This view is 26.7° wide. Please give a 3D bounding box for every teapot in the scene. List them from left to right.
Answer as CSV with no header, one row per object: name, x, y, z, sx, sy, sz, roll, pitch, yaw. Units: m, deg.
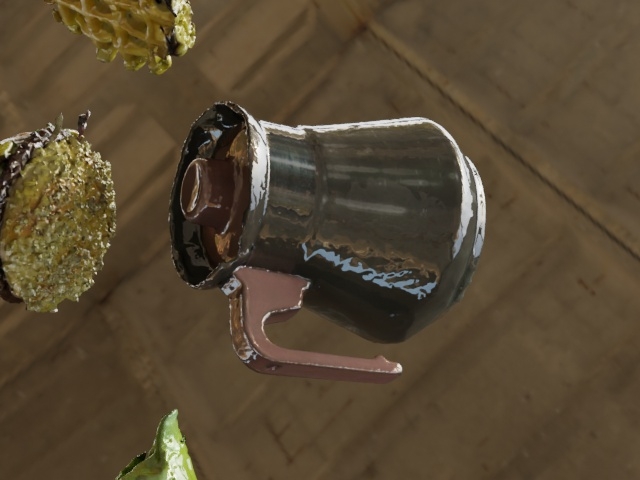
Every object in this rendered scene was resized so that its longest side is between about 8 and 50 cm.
teapot,0.000,0.000,1.716,0.305,0.361,0.376,-45,-138,52

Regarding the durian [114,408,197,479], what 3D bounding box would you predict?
durian,-0.124,0.247,0.907,0.139,0.101,0.250,136,-31,-60

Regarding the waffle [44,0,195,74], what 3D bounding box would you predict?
waffle,-0.263,-0.324,1.629,0.307,0.312,0.060,5,-129,45

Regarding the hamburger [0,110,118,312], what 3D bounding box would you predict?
hamburger,-0.339,-0.035,1.692,0.138,0.262,0.243,11,-164,16
